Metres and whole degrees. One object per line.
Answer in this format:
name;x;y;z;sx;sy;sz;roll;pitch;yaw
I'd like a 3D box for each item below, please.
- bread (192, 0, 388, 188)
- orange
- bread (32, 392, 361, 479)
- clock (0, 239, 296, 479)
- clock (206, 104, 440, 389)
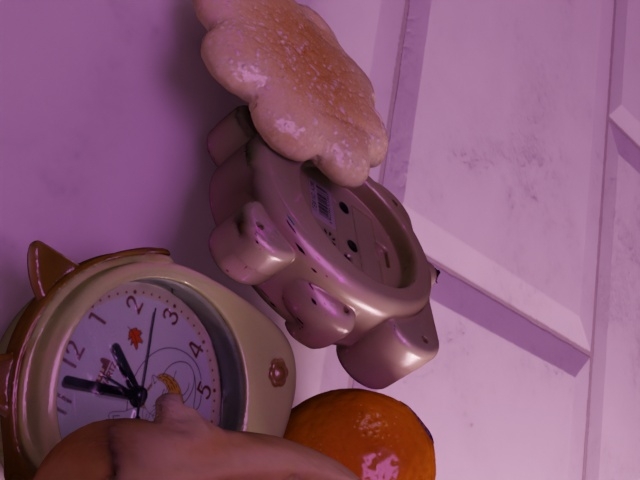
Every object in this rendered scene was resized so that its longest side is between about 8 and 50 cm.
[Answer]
bread;-0.025;-0.199;1.164;0.316;0.054;0.316;38;31;-28
orange;0.026;0.266;1.113;0.193;0.219;0.219;43;44;9
bread;-0.057;0.332;0.789;0.376;0.253;0.348;17;29;-47
clock;-0.186;0.153;0.959;0.348;0.117;0.286;42;55;-35
clock;0.000;0.000;1.137;0.309;0.114;0.284;33;35;-34
